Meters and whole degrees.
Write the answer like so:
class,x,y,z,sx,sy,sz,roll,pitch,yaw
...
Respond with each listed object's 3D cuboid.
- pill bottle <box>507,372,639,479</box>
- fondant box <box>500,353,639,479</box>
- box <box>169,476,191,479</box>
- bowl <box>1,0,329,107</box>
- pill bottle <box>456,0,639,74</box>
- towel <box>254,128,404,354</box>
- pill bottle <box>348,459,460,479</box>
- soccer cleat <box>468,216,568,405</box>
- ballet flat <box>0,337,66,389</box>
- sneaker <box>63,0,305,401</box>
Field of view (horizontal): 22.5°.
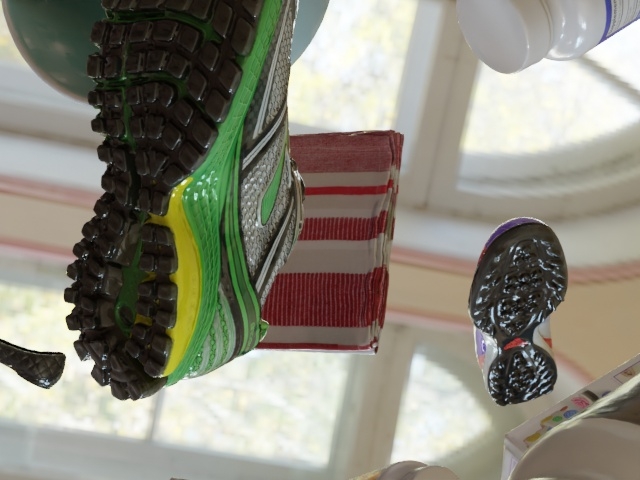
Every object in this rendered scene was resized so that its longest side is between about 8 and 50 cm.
class,x,y,z,sx,sy,sz,roll,pitch,yaw
pill bottle,0.206,0.167,0.967,0.162,0.278,0.162,12,-69,35
fondant box,0.422,0.270,2.000,0.238,0.330,0.096,40,-39,37
box,-0.155,0.406,1.894,0.182,0.119,0.181,-46,131,-47
bowl,-0.112,-0.242,1.424,0.163,0.311,0.312,28,68,-62
pill bottle,0.282,-0.287,1.746,0.152,0.272,0.152,43,-28,30
towel,0.000,0.000,2.355,0.237,0.037,0.329,-1,-103,35
pill bottle,0.083,0.332,1.934,0.215,0.117,0.117,-32,-133,53
soccer cleat,0.207,0.059,1.768,0.318,0.108,0.116,79,-3,-54
ballet flat,-0.378,0.117,1.899,0.049,0.173,0.057,-62,178,2
sneaker,-0.076,-0.065,1.094,0.134,0.146,0.344,30,-63,33
